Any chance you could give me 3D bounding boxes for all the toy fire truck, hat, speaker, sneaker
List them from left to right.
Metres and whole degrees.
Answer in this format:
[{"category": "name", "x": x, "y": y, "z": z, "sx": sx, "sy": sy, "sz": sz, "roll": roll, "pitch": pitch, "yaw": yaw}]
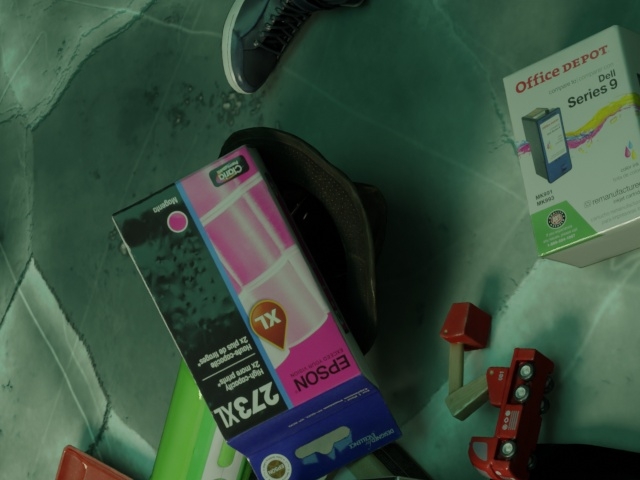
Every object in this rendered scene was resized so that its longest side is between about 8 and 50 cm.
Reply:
[{"category": "speaker", "x": -0.129, "y": 0.227, "z": 1.884, "sx": 0.131, "sy": 0.131, "sz": 0.297, "roll": 43, "pitch": 129, "yaw": 38}, {"category": "sneaker", "x": -0.034, "y": -0.285, "z": 1.970, "sx": 0.163, "sy": 0.086, "sz": 0.226, "roll": 21, "pitch": 95, "yaw": 45}, {"category": "hat", "x": 0.000, "y": 0.000, "z": 1.834, "sx": 0.331, "sy": 0.134, "sz": 0.331, "roll": 29, "pitch": 131, "yaw": 40}, {"category": "toy fire truck", "x": 0.182, "y": 0.164, "z": 1.687, "sx": 0.135, "sy": 0.047, "sz": 0.192, "roll": -1, "pitch": 65, "yaw": 41}]

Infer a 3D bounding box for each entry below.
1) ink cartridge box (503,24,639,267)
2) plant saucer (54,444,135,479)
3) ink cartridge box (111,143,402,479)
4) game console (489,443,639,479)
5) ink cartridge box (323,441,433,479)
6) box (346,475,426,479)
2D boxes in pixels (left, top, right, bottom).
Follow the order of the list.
[{"category": "ink cartridge box", "x": 0.293, "y": -0.097, "z": 1.640, "sx": 0.154, "sy": 0.093, "sz": 0.213, "roll": -22, "pitch": 66, "yaw": 38}, {"category": "plant saucer", "x": -0.282, "y": 0.435, "z": 2.081, "sx": 0.258, "sy": 0.047, "sz": 0.259, "roll": 19, "pitch": 95, "yaw": 42}, {"category": "ink cartridge box", "x": -0.070, "y": 0.095, "z": 1.729, "sx": 0.175, "sy": 0.069, "sz": 0.371, "roll": -28, "pitch": 89, "yaw": 9}, {"category": "game console", "x": 0.236, "y": 0.382, "z": 1.574, "sx": 0.213, "sy": 0.044, "sz": 0.361, "roll": -3, "pitch": 65, "yaw": 45}, {"category": "ink cartridge box", "x": 0.057, "y": 0.373, "z": 1.764, "sx": 0.193, "sy": 0.088, "sz": 0.235, "roll": 44, "pitch": 110, "yaw": 39}, {"category": "box", "x": 0.033, "y": 0.282, "z": 1.669, "sx": 0.207, "sy": 0.114, "sz": 0.036, "roll": -12, "pitch": 71, "yaw": 37}]
